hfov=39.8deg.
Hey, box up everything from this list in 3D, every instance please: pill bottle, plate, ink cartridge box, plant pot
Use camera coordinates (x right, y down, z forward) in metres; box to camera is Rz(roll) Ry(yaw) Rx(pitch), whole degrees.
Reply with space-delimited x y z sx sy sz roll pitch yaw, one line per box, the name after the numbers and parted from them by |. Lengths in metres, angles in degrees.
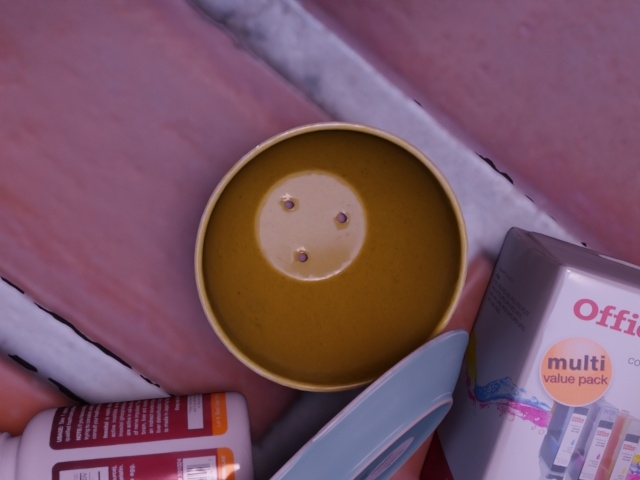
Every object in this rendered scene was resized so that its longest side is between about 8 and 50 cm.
-0.113 0.132 0.488 0.151 0.086 0.086 -4 102 -7 | pill bottle
0.017 0.120 0.461 0.188 0.188 0.024 -47 70 3 | plate
0.147 0.098 0.491 0.128 0.127 0.176 17 98 -2 | ink cartridge box
0.000 0.000 0.471 0.134 0.095 0.134 -2 103 -8 | plant pot
